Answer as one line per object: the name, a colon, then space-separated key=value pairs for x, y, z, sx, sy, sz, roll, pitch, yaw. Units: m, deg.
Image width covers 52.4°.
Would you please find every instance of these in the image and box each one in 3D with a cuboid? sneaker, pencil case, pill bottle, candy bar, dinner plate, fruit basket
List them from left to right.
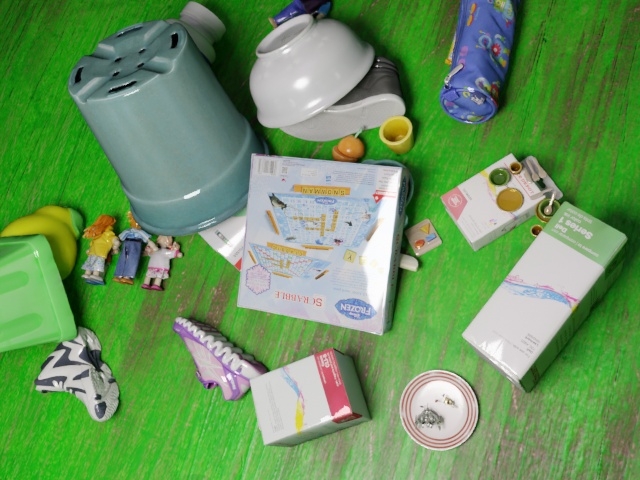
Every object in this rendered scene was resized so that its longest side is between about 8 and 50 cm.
fruit basket: x=-0.683 y=0.084 z=1.489 sx=0.392 sy=0.392 sz=0.282 roll=-8 pitch=103 yaw=18
sneaker: x=-0.540 y=0.319 z=1.416 sx=0.153 sy=0.094 sz=0.235 roll=-37 pitch=63 yaw=7
pill bottle: x=-0.352 y=-0.439 z=1.583 sx=0.152 sy=0.152 sz=0.272 roll=31 pitch=85 yaw=27
sneaker: x=-0.226 y=0.244 z=1.329 sx=0.236 sy=0.095 sz=0.104 roll=32 pitch=92 yaw=26
sneaker: x=0.047 y=-0.313 z=1.426 sx=0.296 sy=0.104 sz=0.146 roll=-8 pitch=55 yaw=24
dinner plate: x=0.214 y=0.306 z=1.178 sx=0.141 sy=0.017 sz=0.141 roll=-7 pitch=69 yaw=19
candy bar: x=0.308 y=-0.448 z=1.413 sx=0.040 sy=0.018 sz=0.161 roll=12 pitch=75 yaw=24
pencil case: x=0.323 y=-0.392 z=1.326 sx=0.119 sy=0.133 sz=0.305 roll=-6 pitch=64 yaw=54

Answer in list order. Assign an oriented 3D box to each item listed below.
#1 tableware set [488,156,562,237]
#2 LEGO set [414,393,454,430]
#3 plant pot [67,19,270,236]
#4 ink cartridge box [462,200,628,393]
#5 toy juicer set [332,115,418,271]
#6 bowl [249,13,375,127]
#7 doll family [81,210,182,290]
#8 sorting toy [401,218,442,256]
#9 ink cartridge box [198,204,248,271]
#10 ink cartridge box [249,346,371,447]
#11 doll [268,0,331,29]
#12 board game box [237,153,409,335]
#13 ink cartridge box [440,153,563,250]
tableware set: x=0.373 y=-0.076 z=1.177 sx=0.104 sy=0.024 sz=0.154 roll=-23 pitch=68 yaw=11
LEGO set: x=0.199 y=0.308 z=1.160 sx=0.054 sy=0.023 sz=0.083 roll=29 pitch=84 yaw=26
plant pot: x=-0.318 y=-0.244 z=1.346 sx=0.341 sy=0.334 sz=0.341 roll=-11 pitch=47 yaw=12
ink cartridge box: x=0.375 y=0.104 z=1.086 sx=0.117 sy=0.201 sz=0.278 roll=37 pitch=88 yaw=28
toy juicer set: x=0.089 y=-0.094 z=1.322 sx=0.209 sy=0.089 sz=0.328 roll=-6 pitch=67 yaw=19
bowl: x=-0.044 y=-0.384 z=1.387 sx=0.298 sy=0.134 sz=0.297 roll=-25 pitch=35 yaw=19
doll family: x=-0.450 y=0.016 z=1.475 sx=0.263 sy=0.118 sz=0.163 roll=3 pitch=72 yaw=22
sorting toy: x=0.192 y=0.000 z=1.299 sx=0.083 sy=0.012 sz=0.062 roll=-29 pitch=64 yaw=9
ink cartridge box: x=-0.147 y=-0.025 z=1.414 sx=0.181 sy=0.056 sz=0.225 roll=-48 pitch=61 yaw=0
ink cartridge box: x=-0.020 y=0.296 z=1.207 sx=0.176 sy=0.128 sz=0.127 roll=-23 pitch=65 yaw=11
doll: x=-0.034 y=-0.565 z=1.568 sx=0.189 sy=0.046 sz=0.129 roll=-29 pitch=65 yaw=9
board game box: x=0.000 y=0.000 z=1.284 sx=0.319 sy=0.066 sz=0.317 roll=9 pitch=95 yaw=23
ink cartridge box: x=0.346 y=-0.083 z=1.239 sx=0.198 sy=0.067 sz=0.115 roll=-33 pitch=65 yaw=6
